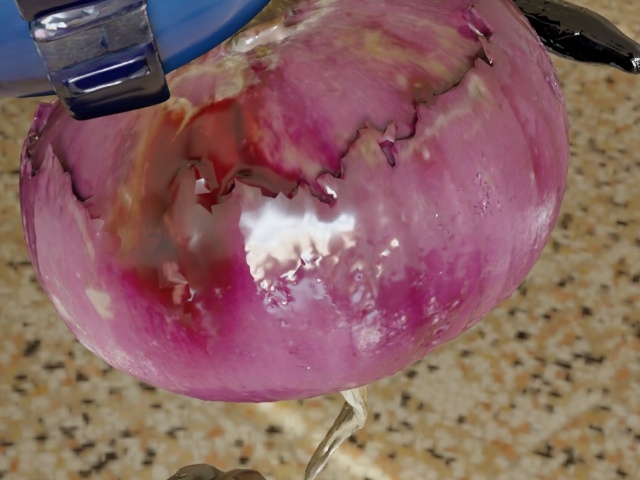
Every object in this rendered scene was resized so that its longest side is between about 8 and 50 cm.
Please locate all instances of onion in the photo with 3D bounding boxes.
[{"bbox_3d":[-0.001,-0.037,0.924,0.345,0.358,0.358,40,14,-36],"label":"onion"}]

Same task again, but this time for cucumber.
[{"bbox_3d":[0.169,-0.139,0.935,0.039,0.043,0.163,-2,22,-38],"label":"cucumber"}]

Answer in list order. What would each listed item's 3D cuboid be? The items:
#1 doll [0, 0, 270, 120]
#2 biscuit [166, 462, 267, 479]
[{"bbox_3d":[-0.104,-0.196,0.494,0.240,0.310,0.284,-16,32,-4],"label":"doll"},{"bbox_3d":[-0.081,0.399,1.224,0.115,0.366,0.268,-14,12,28],"label":"biscuit"}]
